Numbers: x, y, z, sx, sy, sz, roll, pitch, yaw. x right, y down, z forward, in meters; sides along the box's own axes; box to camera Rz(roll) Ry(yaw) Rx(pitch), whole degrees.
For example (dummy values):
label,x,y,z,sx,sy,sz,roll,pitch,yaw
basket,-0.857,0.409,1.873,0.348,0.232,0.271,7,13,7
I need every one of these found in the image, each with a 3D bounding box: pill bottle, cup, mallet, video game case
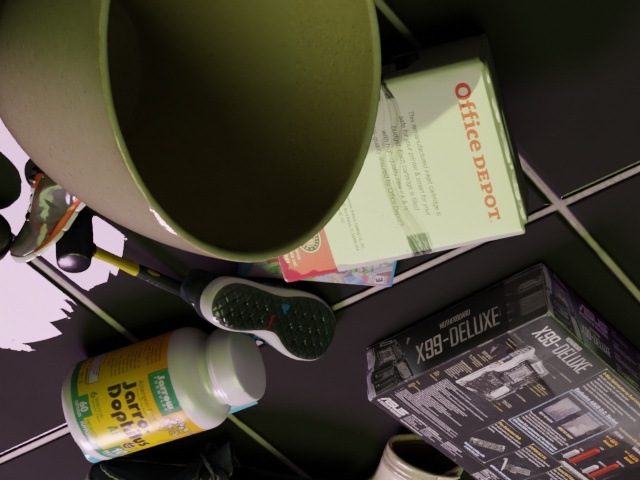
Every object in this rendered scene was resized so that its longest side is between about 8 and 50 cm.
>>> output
label,x,y,z,sx,sy,sz,roll,pitch,yaw
pill bottle,-0.171,0.163,1.858,0.208,0.117,0.117,-18,134,20
cup,-0.140,-0.150,1.410,0.237,0.331,0.331,2,146,41
mallet,-0.201,0.020,1.771,0.190,0.062,0.039,20,137,-41
video game case,0.000,0.000,1.753,0.166,0.015,0.119,5,138,-4

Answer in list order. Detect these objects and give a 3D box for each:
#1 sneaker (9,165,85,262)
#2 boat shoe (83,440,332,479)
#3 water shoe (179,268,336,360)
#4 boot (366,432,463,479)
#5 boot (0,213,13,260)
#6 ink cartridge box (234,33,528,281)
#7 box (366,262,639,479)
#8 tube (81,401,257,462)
label,x,y,z,sx,sy,sz,roll,pitch,yaw
sneaker,-0.269,-0.046,1.675,0.065,0.061,0.158,38,108,-18
boat shoe,-0.108,0.298,2.013,0.340,0.127,0.113,18,108,-4
water shoe,-0.063,0.071,1.804,0.203,0.080,0.073,27,90,-47
boot,0.155,0.315,2.049,0.213,0.077,0.165,17,134,-10
boot,-0.350,-0.096,1.604,0.263,0.091,0.229,31,124,-35
ink cartridge box,0.062,-0.076,1.562,0.237,0.100,0.172,-12,109,14
box,0.239,0.177,1.897,0.242,0.076,0.307,-30,130,29
tube,-0.183,0.203,1.960,0.207,0.052,0.080,-21,144,15
